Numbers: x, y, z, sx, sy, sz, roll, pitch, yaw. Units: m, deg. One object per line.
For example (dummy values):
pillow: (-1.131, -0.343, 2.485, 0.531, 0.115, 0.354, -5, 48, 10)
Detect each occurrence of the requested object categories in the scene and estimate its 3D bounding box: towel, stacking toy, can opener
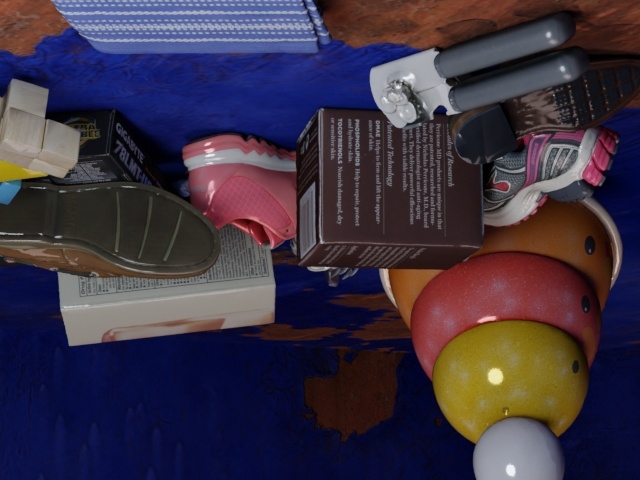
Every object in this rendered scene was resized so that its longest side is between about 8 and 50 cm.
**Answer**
towel: (-0.127, -0.233, 1.355, 0.243, 0.040, 0.336, 0, 167, 8)
stacking toy: (0.258, 0.170, 2.101, 0.350, 0.480, 0.351, 0, 136, 0)
can opener: (0.159, -0.177, 1.593, 0.093, 0.074, 0.280, -36, -165, -37)

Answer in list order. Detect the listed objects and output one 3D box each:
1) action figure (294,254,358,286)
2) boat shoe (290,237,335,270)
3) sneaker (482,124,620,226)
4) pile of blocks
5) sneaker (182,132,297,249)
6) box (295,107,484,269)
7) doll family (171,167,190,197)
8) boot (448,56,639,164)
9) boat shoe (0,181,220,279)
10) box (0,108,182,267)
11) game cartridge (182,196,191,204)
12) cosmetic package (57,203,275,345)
action figure: (0.089, -0.014, 2.340, 0.185, 0.099, 0.285, 24, 152, -36)
boat shoe: (0.000, 0.000, 2.159, 0.096, 0.088, 0.267, -8, -164, -11)
sneaker: (0.241, -0.103, 1.875, 0.112, 0.121, 0.299, 29, 159, -15)
pile of blocks: (-0.434, -0.107, 1.729, 0.362, 0.113, 0.149, -3, 147, 8)
sneaker: (-0.047, -0.050, 2.029, 0.313, 0.136, 0.116, 7, 168, -35)
box: (0.081, -0.059, 1.903, 0.203, 0.167, 0.168, 1, 169, -11)
doll family: (-0.141, -0.070, 2.096, 0.193, 0.076, 0.111, 23, 158, -39)
boot: (0.235, -0.163, 1.673, 0.219, 0.082, 0.106, -20, -149, 0)
boat shoe: (-0.271, -0.009, 1.888, 0.307, 0.111, 0.104, 12, 159, 2)
box: (-0.348, -0.060, 1.976, 0.295, 0.073, 0.293, -4, 156, 15)
game cartridge: (-0.246, -0.039, 2.301, 0.355, 0.068, 0.230, 4, 172, -25)
cosmetic package: (-0.217, 0.044, 2.175, 0.296, 0.153, 0.129, -5, 151, -6)
